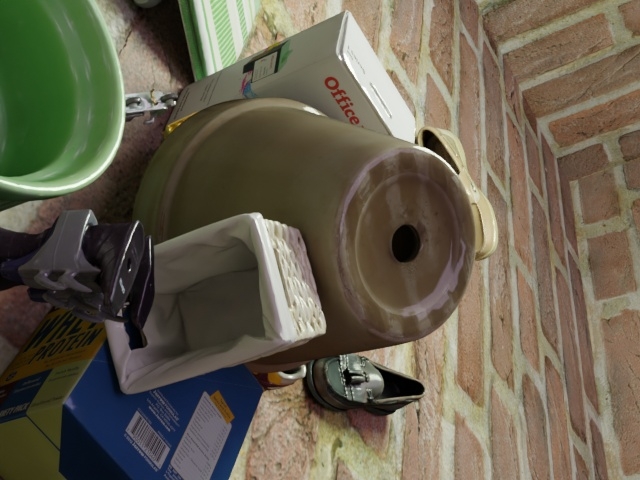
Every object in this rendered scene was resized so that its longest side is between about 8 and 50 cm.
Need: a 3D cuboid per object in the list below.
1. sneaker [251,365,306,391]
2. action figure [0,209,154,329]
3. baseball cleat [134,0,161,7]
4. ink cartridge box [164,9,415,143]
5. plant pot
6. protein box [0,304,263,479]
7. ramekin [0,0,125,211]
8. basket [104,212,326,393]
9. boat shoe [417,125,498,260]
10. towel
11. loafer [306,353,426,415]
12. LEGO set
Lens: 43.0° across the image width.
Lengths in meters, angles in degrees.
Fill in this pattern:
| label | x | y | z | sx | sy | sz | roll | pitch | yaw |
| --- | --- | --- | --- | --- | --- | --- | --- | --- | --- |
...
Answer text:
| label | x | y | z | sx | sy | sz | roll | pitch | yaw |
| --- | --- | --- | --- | --- | --- | --- | --- | --- | --- |
| sneaker | -0.092 | 0.128 | 1.034 | 0.185 | 0.083 | 0.070 | 47 | 36 | -40 |
| action figure | -0.271 | 0.011 | 0.596 | 0.185 | 0.284 | 0.099 | 90 | 5 | -62 |
| baseball cleat | -0.211 | -0.390 | 1.161 | 0.109 | 0.072 | 0.206 | 58 | 35 | -54 |
| ink cartridge box | -0.035 | -0.155 | 1.109 | 0.201 | 0.278 | 0.117 | 52 | 33 | -34 |
| plant pot | 0.000 | 0.000 | 0.874 | 0.323 | 0.280 | 0.323 | -3 | 95 | -37 |
| protein box | -0.185 | 0.162 | 0.783 | 0.200 | 0.135 | 0.201 | 57 | 30 | -25 |
| ramekin | -0.327 | -0.156 | 0.699 | 0.303 | 0.148 | 0.304 | 44 | 36 | -43 |
| basket | -0.089 | 0.056 | 0.700 | 0.103 | 0.167 | 0.113 | 8 | 64 | -64 |
| boat shoe | 0.308 | -0.111 | 1.909 | 0.110 | 0.121 | 0.341 | 10 | 54 | -55 |
| towel | -0.152 | -0.391 | 1.221 | 0.325 | 0.038 | 0.248 | -78 | 165 | -48 |
| loafer | 0.078 | 0.222 | 1.290 | 0.267 | 0.084 | 0.096 | 26 | 51 | -54 |
| LEGO set | -0.180 | -0.040 | 1.005 | 0.132 | 0.107 | 0.287 | -6 | 81 | -27 |
